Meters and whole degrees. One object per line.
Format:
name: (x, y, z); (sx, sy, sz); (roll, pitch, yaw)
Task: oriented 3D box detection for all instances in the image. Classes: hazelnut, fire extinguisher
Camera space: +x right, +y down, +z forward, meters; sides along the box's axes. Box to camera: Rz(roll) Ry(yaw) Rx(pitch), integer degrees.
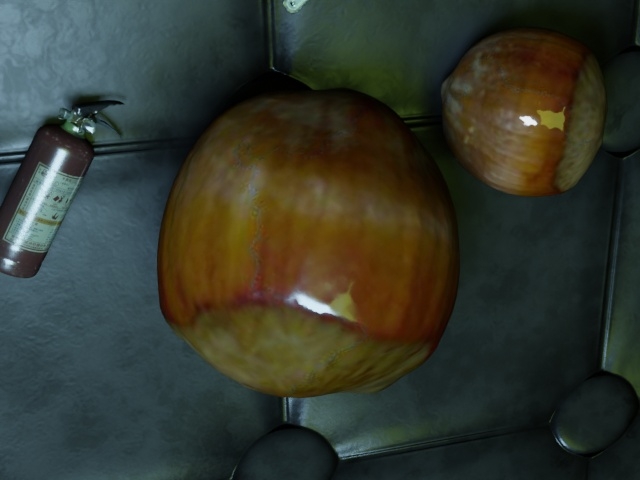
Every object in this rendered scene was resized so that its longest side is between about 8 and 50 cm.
hazelnut: (-0.001, 0.009, 1.070); (0.366, 0.366, 0.365); (-6, 112, -14)
fire extinguisher: (-0.304, -0.068, 1.080); (0.099, 0.071, 0.231); (19, 105, -51)
hazelnut: (0.249, -0.160, 1.148); (0.215, 0.176, 0.214); (2, 99, 10)

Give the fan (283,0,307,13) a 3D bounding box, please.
fan: (0.050, -0.341, 1.106); (0.227, 0.008, 0.152); (-37, 117, -1)
